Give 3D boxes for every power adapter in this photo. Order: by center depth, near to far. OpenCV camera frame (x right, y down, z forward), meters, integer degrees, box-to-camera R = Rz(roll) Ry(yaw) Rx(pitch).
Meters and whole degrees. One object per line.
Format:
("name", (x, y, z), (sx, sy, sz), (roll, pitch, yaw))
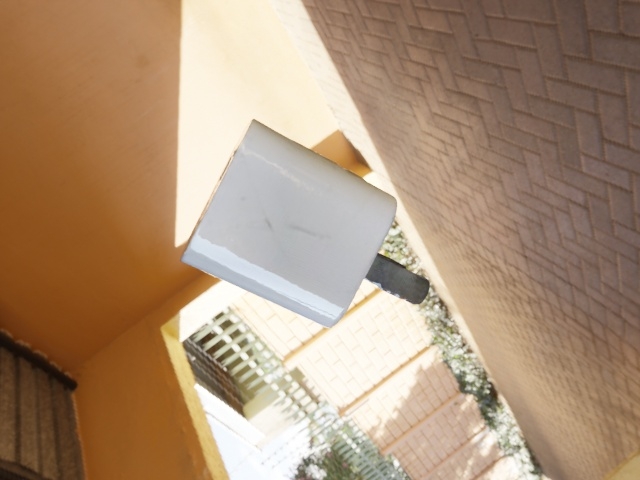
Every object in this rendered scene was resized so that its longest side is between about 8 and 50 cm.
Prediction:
("power adapter", (0.000, 0.000, 0.436), (0.205, 0.125, 0.130), (27, -179, -16))
